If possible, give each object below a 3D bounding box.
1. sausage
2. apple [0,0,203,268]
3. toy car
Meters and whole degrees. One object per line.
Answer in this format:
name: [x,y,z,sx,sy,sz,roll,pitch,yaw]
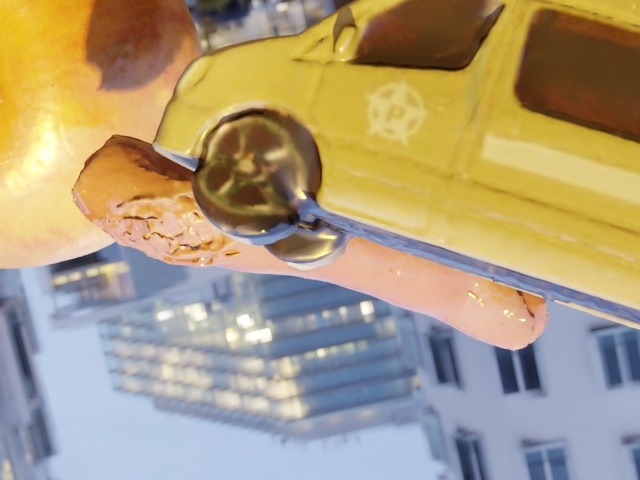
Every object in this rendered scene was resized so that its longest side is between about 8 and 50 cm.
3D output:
sausage: [0.000,0.000,0.895,0.304,0.078,0.078,14,-176,-12]
apple: [-0.224,-0.118,1.082,0.286,0.286,0.233,-11,179,12]
toy car: [0.080,-0.028,0.468,0.256,0.124,0.101,18,177,13]
